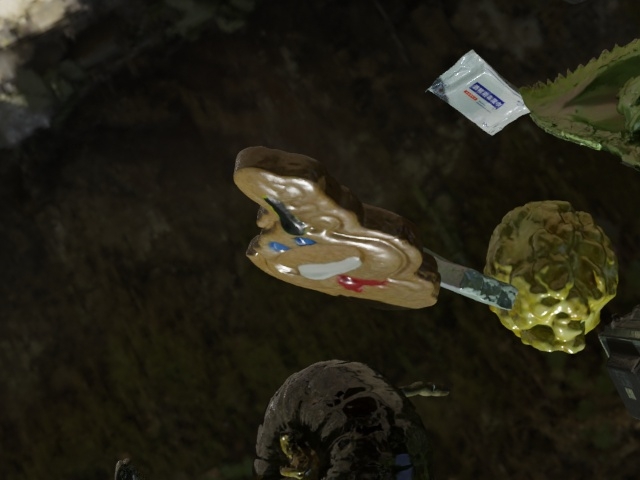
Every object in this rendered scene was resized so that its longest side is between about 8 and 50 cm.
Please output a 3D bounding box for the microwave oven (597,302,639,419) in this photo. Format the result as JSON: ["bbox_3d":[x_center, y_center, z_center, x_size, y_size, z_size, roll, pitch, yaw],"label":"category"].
[{"bbox_3d":[0.358,0.100,1.130,0.163,0.129,0.205,-25,178,-3],"label":"microwave oven"}]

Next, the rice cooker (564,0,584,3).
[{"bbox_3d":[0.239,-0.295,1.097,0.106,0.112,0.165,20,99,-16],"label":"rice cooker"}]

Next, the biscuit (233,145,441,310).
[{"bbox_3d":[0.007,0.000,1.196,0.183,0.047,0.320,-1,154,17],"label":"biscuit"}]

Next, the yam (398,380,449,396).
[{"bbox_3d":[0.179,0.257,2.132,0.234,0.029,0.027,14,91,-66],"label":"yam"}]

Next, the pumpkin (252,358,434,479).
[{"bbox_3d":[0.018,0.250,1.367,0.159,0.238,0.238,9,139,-34],"label":"pumpkin"}]

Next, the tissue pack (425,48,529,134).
[{"bbox_3d":[0.297,-0.266,2.261,0.193,0.026,0.122,29,136,-33],"label":"tissue pack"}]

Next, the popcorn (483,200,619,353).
[{"bbox_3d":[0.341,0.057,1.865,0.181,0.235,0.217,-10,173,-25],"label":"popcorn"}]

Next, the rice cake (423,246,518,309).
[{"bbox_3d":[0.163,0.038,1.762,0.127,0.237,0.043,22,91,-37],"label":"rice cake"}]

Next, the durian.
[{"bbox_3d":[0.352,-0.103,1.218,0.169,0.355,0.157,-31,115,-7],"label":"durian"}]

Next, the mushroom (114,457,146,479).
[{"bbox_3d":[-0.224,0.357,1.304,0.130,0.248,0.344,-3,172,-12],"label":"mushroom"}]
